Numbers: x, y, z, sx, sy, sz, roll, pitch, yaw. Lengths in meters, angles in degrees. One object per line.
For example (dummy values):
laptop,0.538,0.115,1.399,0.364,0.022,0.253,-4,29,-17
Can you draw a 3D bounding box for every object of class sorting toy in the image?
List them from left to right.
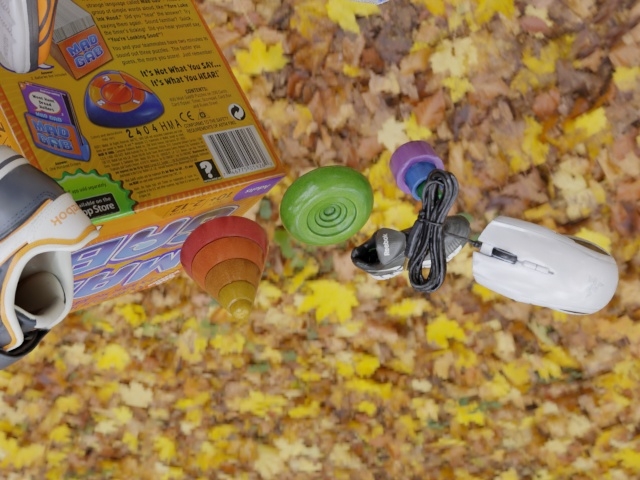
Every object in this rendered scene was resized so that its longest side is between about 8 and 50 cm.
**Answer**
sorting toy,0.000,0.000,1.229,0.365,0.126,0.127,-25,134,4

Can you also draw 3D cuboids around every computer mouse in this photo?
computer mouse,0.170,0.014,0.830,0.192,0.042,0.106,16,97,-4

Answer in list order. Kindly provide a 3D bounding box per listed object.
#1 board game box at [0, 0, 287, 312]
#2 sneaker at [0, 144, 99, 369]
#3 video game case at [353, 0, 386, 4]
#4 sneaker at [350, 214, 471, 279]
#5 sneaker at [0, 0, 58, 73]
board game box,-0.342,-0.124,1.320,0.356,0.356,0.356,-38,76,45
sneaker,-0.320,0.076,0.893,0.127,0.126,0.321,35,113,0
video game case,0.150,-0.481,1.649,0.269,0.244,0.061,-26,113,-16
sneaker,0.149,0.010,1.690,0.234,0.078,0.106,-22,157,35
sneaker,-0.216,-0.291,0.873,0.180,0.125,0.321,-20,152,-29
